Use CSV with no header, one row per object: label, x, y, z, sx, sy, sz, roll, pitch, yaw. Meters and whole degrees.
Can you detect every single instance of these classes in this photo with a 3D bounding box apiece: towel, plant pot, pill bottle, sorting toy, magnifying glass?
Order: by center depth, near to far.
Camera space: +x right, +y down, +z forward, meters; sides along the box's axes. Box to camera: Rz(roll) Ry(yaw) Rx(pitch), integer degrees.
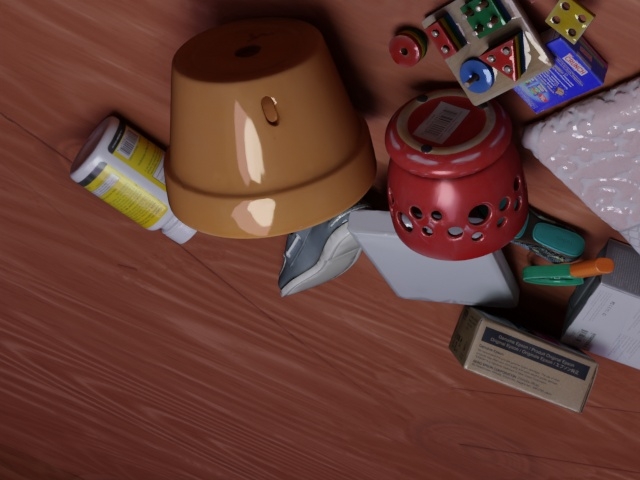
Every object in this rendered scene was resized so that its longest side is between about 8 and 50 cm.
sorting toy,0.207,-0.244,1.563,0.274,0.046,0.132,-24,104,44
towel,0.484,-0.100,1.656,0.317,0.053,0.331,40,139,-26
plant pot,-0.082,-0.164,1.675,0.290,0.291,0.204,4,126,21
plant pot,0.181,-0.095,1.694,0.191,0.191,0.174,7,138,18
magnifying glass,0.367,0.047,1.850,0.092,0.026,0.231,6,171,-12
pill bottle,-0.277,-0.091,1.982,0.208,0.119,0.119,36,142,-20

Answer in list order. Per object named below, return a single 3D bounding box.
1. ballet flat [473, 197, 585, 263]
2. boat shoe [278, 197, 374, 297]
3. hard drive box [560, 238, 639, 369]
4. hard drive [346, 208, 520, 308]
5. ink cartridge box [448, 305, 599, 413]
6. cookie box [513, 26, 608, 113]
ballet flat,0.297,-0.016,1.855,0.188,0.070,0.070,29,144,-7
boat shoe,0.000,0.000,2.018,0.099,0.116,0.319,64,153,13
hard drive box,0.504,0.115,1.900,0.232,0.089,0.181,20,145,0
hard drive,0.178,0.031,1.904,0.203,0.040,0.307,5,161,19
ink cartridge box,0.313,0.180,1.983,0.193,0.088,0.235,20,-177,-2
cookie box,0.293,-0.219,1.598,0.092,0.040,0.107,42,140,-26
